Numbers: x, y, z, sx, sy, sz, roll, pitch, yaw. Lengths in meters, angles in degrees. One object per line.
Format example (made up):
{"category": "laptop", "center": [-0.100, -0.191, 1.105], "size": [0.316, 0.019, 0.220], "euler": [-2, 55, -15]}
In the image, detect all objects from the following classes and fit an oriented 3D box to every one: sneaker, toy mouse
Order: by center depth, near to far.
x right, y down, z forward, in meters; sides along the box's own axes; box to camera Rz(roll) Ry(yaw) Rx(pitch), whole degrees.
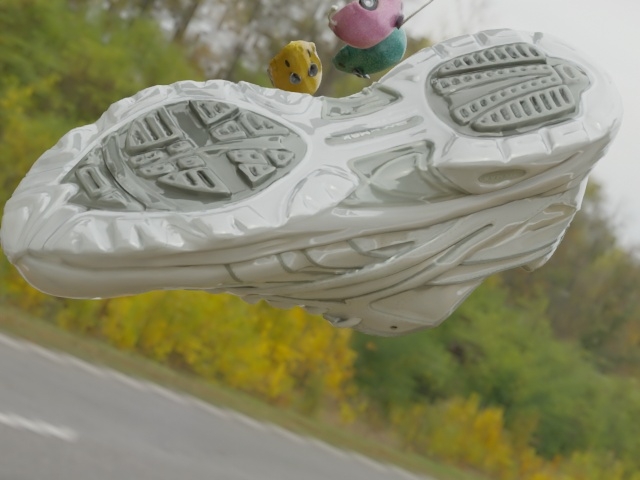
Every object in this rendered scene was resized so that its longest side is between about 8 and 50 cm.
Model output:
{"category": "sneaker", "center": [0.000, 0.000, 0.609], "size": [0.232, 0.115, 0.090], "euler": [-9, 44, -10]}
{"category": "toy mouse", "center": [0.032, -0.143, 1.176], "size": [0.031, 0.143, 0.161], "euler": [64, -13, 11]}
